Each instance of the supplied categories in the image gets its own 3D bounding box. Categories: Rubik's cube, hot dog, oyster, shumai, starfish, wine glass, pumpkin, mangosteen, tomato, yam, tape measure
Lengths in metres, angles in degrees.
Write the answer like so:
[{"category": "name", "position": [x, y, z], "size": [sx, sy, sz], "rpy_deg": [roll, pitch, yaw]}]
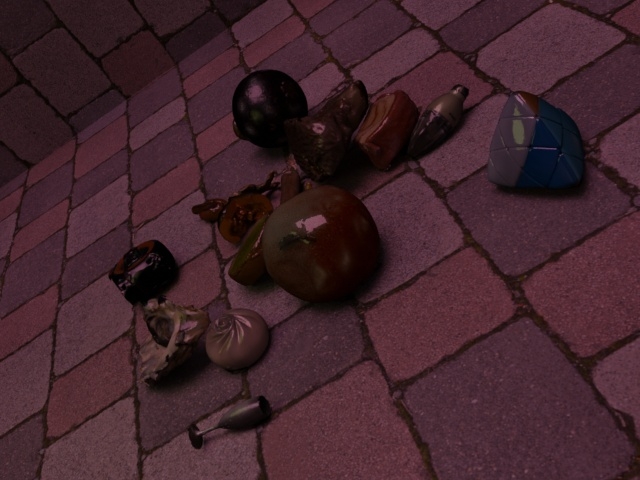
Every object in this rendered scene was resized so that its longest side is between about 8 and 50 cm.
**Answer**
[{"category": "Rubik's cube", "position": [0.521, -0.264, 1.589], "size": [0.254, 0.254, 0.254], "rpy_deg": [-23, 38, 19]}, {"category": "hot dog", "position": [-0.373, -0.108, 2.309], "size": [0.140, 0.060, 0.090], "rpy_deg": [-3, 44, 43]}, {"category": "oyster", "position": [-0.417, 0.268, 1.845], "size": [0.351, 0.114, 0.238], "rpy_deg": [-35, 53, 38]}, {"category": "shumai", "position": [0.053, -0.327, 2.045], "size": [0.283, 0.217, 0.346], "rpy_deg": [-32, 5, -16]}, {"category": "starfish", "position": [-0.212, -0.169, 2.192], "size": [0.209, 0.053, 0.150], "rpy_deg": [-36, -13, 37]}, {"category": "wine glass", "position": [-0.212, 0.423, 1.583], "size": [0.198, 0.066, 0.066], "rpy_deg": [-26, 37, 14]}, {"category": "pumpkin", "position": [-0.248, -0.083, 2.126], "size": [0.183, 0.119, 0.107], "rpy_deg": [-37, 37, -9]}, {"category": "mangosteen", "position": [-0.182, -0.448, 2.353], "size": [0.288, 0.288, 0.288], "rpy_deg": [-23, 38, 19]}, {"category": "tomato", "position": [0.000, 0.000, 1.716], "size": [0.303, 0.239, 0.304], "rpy_deg": [-22, 37, 17]}, {"category": "yam", "position": [-0.093, -0.103, 2.061], "size": [0.066, 0.066, 0.300], "rpy_deg": [-23, 38, 19]}, {"category": "tape measure", "position": [-0.571, 0.093, 2.188], "size": [0.202, 0.135, 0.223], "rpy_deg": [-38, 30, -8]}]

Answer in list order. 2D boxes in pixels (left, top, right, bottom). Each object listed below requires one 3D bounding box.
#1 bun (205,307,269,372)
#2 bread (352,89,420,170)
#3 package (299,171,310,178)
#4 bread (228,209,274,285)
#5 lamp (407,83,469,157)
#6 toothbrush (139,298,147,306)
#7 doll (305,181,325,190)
[{"category": "bun", "position": [-0.222, 0.242, 1.743], "size": [0.172, 0.120, 0.173], "rpy_deg": [-22, 38, 18]}, {"category": "bread", "position": [0.193, -0.325, 1.995], "size": [0.190, 0.123, 0.244], "rpy_deg": [-22, 37, 47]}, {"category": "package", "position": [-0.022, -0.214, 2.164], "size": [0.110, 0.015, 0.037], "rpy_deg": [-6, 41, 34]}, {"category": "bread", "position": [-0.175, 0.020, 1.910], "size": [0.236, 0.070, 0.236], "rpy_deg": [-53, 15, 20]}, {"category": "lamp", "position": [0.333, -0.338, 1.934], "size": [0.250, 0.101, 0.101], "rpy_deg": [-53, 37, -2]}, {"category": "toothbrush", "position": [-0.589, 0.184, 2.205], "size": [0.025, 0.019, 0.275], "rpy_deg": [-41, 35, -18]}, {"category": "doll", "position": [-0.001, -0.121, 1.991], "size": [0.179, 0.101, 0.089], "rpy_deg": [-110, 33, -49]}]
